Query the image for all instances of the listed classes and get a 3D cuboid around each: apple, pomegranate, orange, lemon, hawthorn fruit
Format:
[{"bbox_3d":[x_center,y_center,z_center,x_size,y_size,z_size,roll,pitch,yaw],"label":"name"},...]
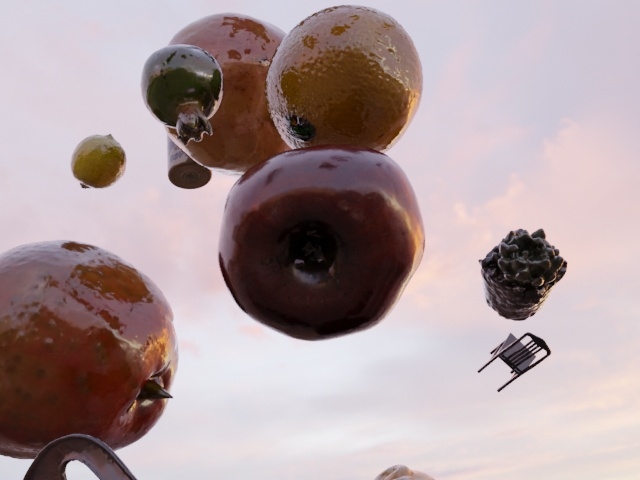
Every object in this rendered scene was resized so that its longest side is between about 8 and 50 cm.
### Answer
[{"bbox_3d":[-0.002,0.000,0.703,0.234,0.233,0.234,-8,-27,-4],"label":"apple"},{"bbox_3d":[-0.176,-0.188,0.841,0.115,0.142,0.114,-15,-33,-10],"label":"pomegranate"},{"bbox_3d":[0.032,-0.217,0.914,0.237,0.236,0.236,-8,-27,-4],"label":"orange"},{"bbox_3d":[-0.461,-0.161,1.336,0.109,0.109,0.133,17,-66,-42],"label":"lemon"},{"bbox_3d":[-0.422,0.200,1.116,0.403,0.402,0.402,-8,-27,-4],"label":"hawthorn fruit"},{"bbox_3d":[-0.147,-0.281,1.280,0.339,0.337,0.338,-8,-27,-4],"label":"pomegranate"}]

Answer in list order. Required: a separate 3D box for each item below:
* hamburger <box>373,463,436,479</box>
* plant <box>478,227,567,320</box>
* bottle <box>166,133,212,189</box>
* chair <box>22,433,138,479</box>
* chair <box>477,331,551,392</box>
[{"bbox_3d":[0.076,0.398,0.702,0.186,0.302,0.261,41,-71,-10],"label":"hamburger"},{"bbox_3d":[0.372,0.055,1.188,0.132,0.129,0.194,-39,-29,-23],"label":"plant"},{"bbox_3d":[-0.299,-0.227,1.447,0.097,0.209,0.110,-7,-33,-7],"label":"bottle"},{"bbox_3d":[-0.123,0.321,0.600,0.183,0.327,0.175,7,-68,-53],"label":"chair"},{"bbox_3d":[0.480,0.266,1.539,0.101,0.084,0.212,-36,-15,-45],"label":"chair"}]
